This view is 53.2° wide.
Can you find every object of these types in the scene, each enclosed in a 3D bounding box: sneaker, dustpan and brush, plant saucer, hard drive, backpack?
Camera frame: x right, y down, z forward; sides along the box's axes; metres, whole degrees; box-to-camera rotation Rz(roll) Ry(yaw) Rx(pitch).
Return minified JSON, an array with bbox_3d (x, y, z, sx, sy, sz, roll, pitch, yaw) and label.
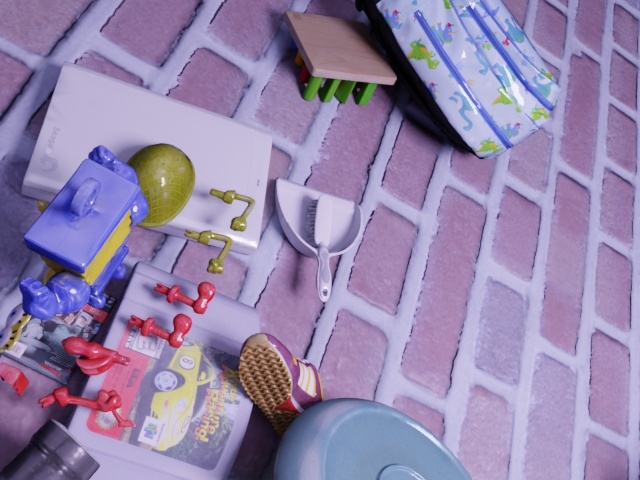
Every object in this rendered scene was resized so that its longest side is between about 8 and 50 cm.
[{"bbox_3d":[-0.044,0.170,0.795,0.084,0.069,0.185,-73,149,-52],"label":"sneaker"},{"bbox_3d":[0.000,0.000,0.940,0.147,0.060,0.211,16,60,-21],"label":"dustpan and brush"},{"bbox_3d":[0.093,0.304,0.708,0.317,0.044,0.317,30,30,-19],"label":"plant saucer"},{"bbox_3d":[-0.224,-0.111,0.889,0.307,0.040,0.203,16,60,-21],"label":"hard drive"},{"bbox_3d":[0.248,-0.314,1.114,0.290,0.273,0.355,-21,91,-74],"label":"backpack"}]

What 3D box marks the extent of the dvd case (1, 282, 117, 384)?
[{"bbox_3d":[-0.308,0.099,0.757,0.087,0.013,0.119,30,55,-12],"label":"dvd case"}]

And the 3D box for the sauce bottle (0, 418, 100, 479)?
[{"bbox_3d":[-0.342,0.312,0.553,0.111,0.111,0.344,45,62,-2],"label":"sauce bottle"}]

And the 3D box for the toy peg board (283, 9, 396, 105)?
[{"bbox_3d":[0.021,-0.308,1.106,0.161,0.079,0.160,-2,52,-29],"label":"toy peg board"}]

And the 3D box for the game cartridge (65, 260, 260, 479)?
[{"bbox_3d":[-0.180,0.186,0.761,0.196,0.060,0.294,26,57,-20],"label":"game cartridge"}]

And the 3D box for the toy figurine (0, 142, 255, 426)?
[{"bbox_3d":[-0.204,-0.009,0.682,0.191,0.217,0.362,26,59,4],"label":"toy figurine"}]
